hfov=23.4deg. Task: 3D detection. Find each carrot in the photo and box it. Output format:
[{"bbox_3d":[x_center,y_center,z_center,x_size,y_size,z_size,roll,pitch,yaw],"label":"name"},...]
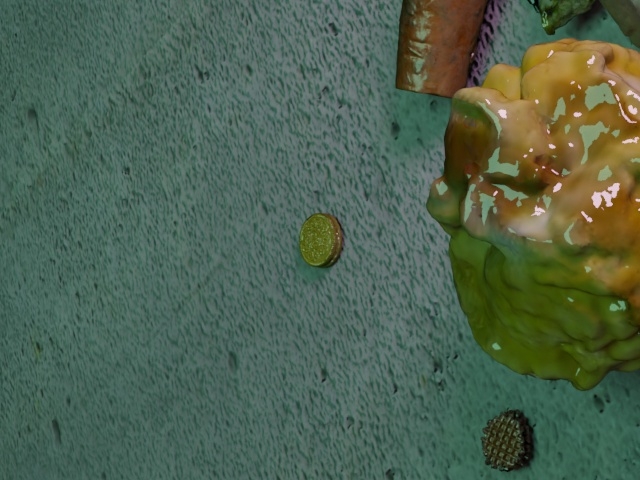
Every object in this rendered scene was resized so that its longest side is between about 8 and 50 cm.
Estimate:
[{"bbox_3d":[0.173,-0.346,2.116,0.139,0.139,0.302,24,103,48],"label":"carrot"}]

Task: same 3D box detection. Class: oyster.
[{"bbox_3d":[0.336,-0.378,1.992,0.133,0.072,0.209,-32,42,49],"label":"oyster"}]

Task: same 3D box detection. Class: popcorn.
[{"bbox_3d":[0.312,-0.037,1.784,0.344,0.354,0.390,5,132,29],"label":"popcorn"}]

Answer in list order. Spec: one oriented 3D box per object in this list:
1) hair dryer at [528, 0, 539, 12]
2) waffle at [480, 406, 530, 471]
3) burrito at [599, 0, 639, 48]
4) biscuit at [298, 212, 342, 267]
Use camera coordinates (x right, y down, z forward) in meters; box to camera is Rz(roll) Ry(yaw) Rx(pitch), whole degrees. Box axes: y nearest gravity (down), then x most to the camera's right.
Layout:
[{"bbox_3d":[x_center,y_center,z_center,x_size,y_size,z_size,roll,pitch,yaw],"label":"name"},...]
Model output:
[{"bbox_3d":[0.286,-0.347,2.075,0.079,0.031,0.083,-34,74,31],"label":"hair dryer"},{"bbox_3d":[0.244,0.263,2.031,0.075,0.029,0.083,-30,60,40],"label":"waffle"},{"bbox_3d":[0.361,-0.354,1.808,0.332,0.135,0.190,47,145,14],"label":"burrito"},{"bbox_3d":[0.000,0.000,2.349,0.084,0.023,0.084,-8,79,48],"label":"biscuit"}]
